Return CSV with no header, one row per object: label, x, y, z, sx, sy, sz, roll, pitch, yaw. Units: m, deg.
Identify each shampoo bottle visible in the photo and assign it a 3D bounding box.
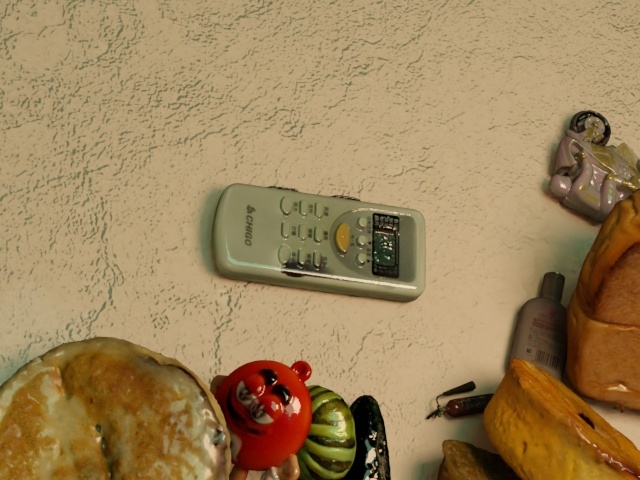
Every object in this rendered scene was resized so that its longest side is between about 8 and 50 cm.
shampoo bottle,0.312,0.122,1.918,0.080,0.040,0.165,20,62,-7

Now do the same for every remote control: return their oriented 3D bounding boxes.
remote control,0.000,0.000,1.871,0.296,0.056,0.140,9,63,-14

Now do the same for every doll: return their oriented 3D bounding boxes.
doll,-0.084,0.232,1.659,0.085,0.217,0.183,8,45,-57

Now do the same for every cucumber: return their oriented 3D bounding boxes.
cucumber,0.060,0.342,1.724,0.081,0.072,0.303,-19,63,23

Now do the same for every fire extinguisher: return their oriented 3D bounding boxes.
fire extinguisher,0.189,0.213,1.845,0.100,0.032,0.046,-4,79,-25

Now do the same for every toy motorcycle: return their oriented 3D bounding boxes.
toy motorcycle,0.411,-0.084,2.023,0.152,0.073,0.225,-25,74,-23

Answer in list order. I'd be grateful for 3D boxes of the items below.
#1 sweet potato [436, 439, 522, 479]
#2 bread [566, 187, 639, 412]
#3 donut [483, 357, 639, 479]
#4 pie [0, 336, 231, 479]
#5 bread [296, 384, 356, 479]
sweet potato,0.214,0.430,1.696,0.158,0.158,0.369,7,72,-14
bread,0.500,0.086,1.856,0.337,0.328,0.148,8,35,-7
donut,0.332,0.281,1.741,0.303,0.303,0.110,39,99,3
pie,-0.269,0.275,1.625,0.339,0.077,0.339,-1,74,3
bread,-0.006,0.246,1.708,0.071,0.139,0.130,-2,88,-24
